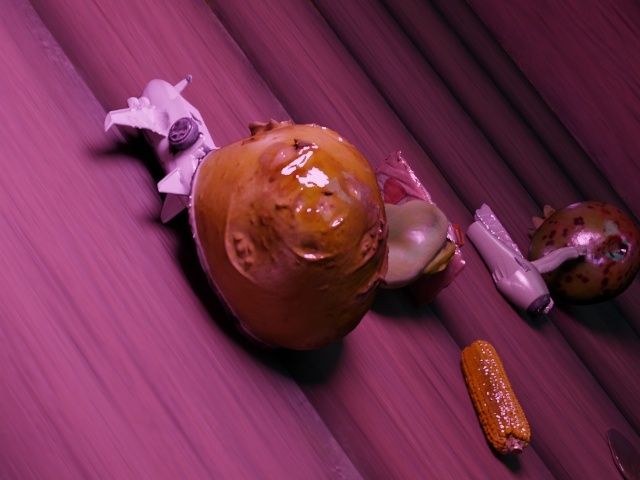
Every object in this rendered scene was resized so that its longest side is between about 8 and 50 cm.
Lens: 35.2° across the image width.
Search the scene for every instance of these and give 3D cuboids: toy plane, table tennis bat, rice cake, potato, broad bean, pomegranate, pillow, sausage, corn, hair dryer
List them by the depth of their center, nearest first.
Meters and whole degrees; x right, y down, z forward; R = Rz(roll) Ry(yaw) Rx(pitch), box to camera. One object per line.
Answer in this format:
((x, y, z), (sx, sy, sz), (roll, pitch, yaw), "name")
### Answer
((0.000, 0.000, 1.227), (0.300, 0.196, 0.246), (49, 45, -35), "potato")
((-0.181, -0.129, 1.299), (0.251, 0.101, 0.255), (40, 24, -47), "toy plane")
((0.097, 0.007, 1.530), (0.228, 0.100, 0.169), (4, 41, -10), "broad bean")
((0.269, 0.243, 1.569), (0.068, 0.068, 0.207), (29, 30, -38), "corn")
((0.151, -0.024, 1.665), (0.049, 0.135, 0.248), (-9, 59, -40), "pillow")
((0.220, 0.007, 1.823), (0.065, 0.065, 0.169), (50, 24, -1), "sausage")
((0.589, 0.445, 1.881), (0.131, 0.022, 0.234), (41, 24, -22), "table tennis bat")
((0.400, 0.021, 2.026), (0.219, 0.088, 0.225), (36, 54, 14), "hair dryer")
((0.396, 0.041, 2.080), (0.270, 0.049, 0.055), (59, -18, 22), "rice cake")
((0.548, 0.020, 2.219), (0.242, 0.242, 0.306), (28, -8, -39), "pomegranate")
